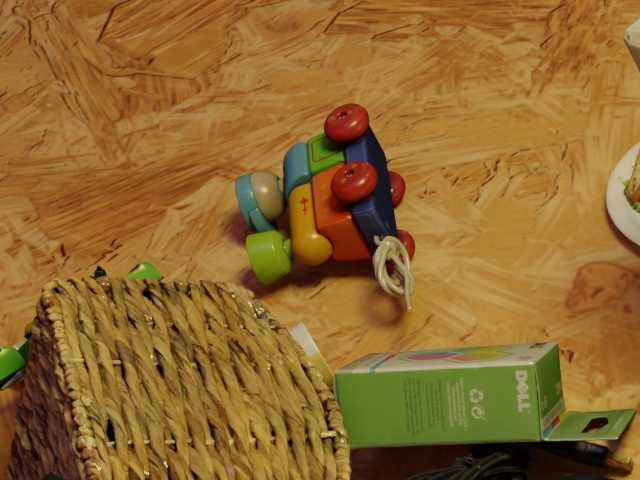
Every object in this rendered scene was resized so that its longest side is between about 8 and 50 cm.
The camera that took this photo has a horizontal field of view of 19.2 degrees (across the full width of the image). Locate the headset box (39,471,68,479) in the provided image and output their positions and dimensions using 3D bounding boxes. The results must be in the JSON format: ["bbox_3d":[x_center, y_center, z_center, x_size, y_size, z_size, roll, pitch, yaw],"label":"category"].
[{"bbox_3d":[-0.167,0.334,1.154,0.246,0.283,0.131,-37,26,-23],"label":"headset box"}]

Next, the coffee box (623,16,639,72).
[{"bbox_3d":[0.489,-0.098,1.287,0.334,0.337,0.338,-40,22,-24],"label":"coffee box"}]

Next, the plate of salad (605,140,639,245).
[{"bbox_3d":[0.340,-0.056,1.599,0.200,0.048,0.200,-11,38,9],"label":"plate of salad"}]

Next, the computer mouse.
[{"bbox_3d":[0.200,0.193,1.323,0.262,0.060,0.184,6,12,29],"label":"computer mouse"}]

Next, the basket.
[{"bbox_3d":[-0.106,0.198,1.414,0.213,0.223,0.299,2,35,-21],"label":"basket"}]

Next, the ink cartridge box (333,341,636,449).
[{"bbox_3d":[0.125,0.115,1.427,0.209,0.062,0.109,-4,4,17],"label":"ink cartridge box"}]

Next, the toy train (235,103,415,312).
[{"bbox_3d":[0.000,0.000,1.633,0.143,0.105,0.248,-22,37,13],"label":"toy train"}]

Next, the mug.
[{"bbox_3d":[-0.024,0.112,1.534,0.064,0.062,0.078,-30,32,-2],"label":"mug"}]

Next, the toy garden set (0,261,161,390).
[{"bbox_3d":[-0.270,0.097,1.571,0.244,0.049,0.204,-33,-2,-27],"label":"toy garden set"}]
